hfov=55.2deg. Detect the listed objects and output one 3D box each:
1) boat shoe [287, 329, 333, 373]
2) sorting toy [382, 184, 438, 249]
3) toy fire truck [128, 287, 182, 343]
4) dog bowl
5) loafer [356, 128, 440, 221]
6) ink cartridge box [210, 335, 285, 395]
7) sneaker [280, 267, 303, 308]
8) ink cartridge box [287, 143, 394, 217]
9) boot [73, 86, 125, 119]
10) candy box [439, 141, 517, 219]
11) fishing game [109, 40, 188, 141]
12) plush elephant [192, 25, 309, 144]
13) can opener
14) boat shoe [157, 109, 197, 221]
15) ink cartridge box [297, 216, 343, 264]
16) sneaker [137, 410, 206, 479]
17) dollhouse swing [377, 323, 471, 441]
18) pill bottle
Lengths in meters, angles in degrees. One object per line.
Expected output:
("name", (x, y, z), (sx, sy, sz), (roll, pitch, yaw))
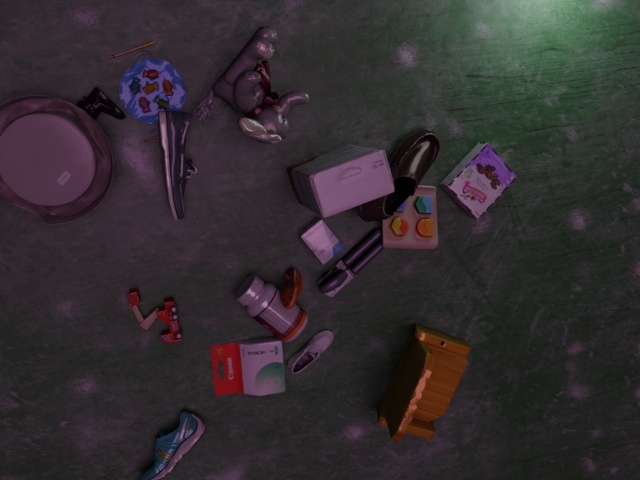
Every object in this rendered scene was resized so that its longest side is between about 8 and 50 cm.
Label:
("boat shoe", (-0.029, 0.366, 2.004), (0.184, 0.063, 0.066), (-34, 108, -5))
("sorting toy", (0.291, -0.078, 1.980), (0.193, 0.038, 0.208), (2, 84, -15))
("toy fire truck", (-0.502, 0.232, 1.862), (0.135, 0.047, 0.192), (-11, 105, -12))
("dog bowl", (-0.733, -0.222, 1.657), (0.348, 0.102, 0.349), (-3, 109, -8))
("loafer", (0.268, -0.191, 1.893), (0.366, 0.130, 0.134), (-53, 126, -12))
("ink cartridge box", (-0.231, 0.412, 1.970), (0.224, 0.056, 0.181), (-7, 103, -15))
("sneaker", (-0.079, 0.153, 1.892), (0.064, 0.175, 0.067), (-30, 117, 25))
("ink cartridge box", (0.050, -0.180, 1.779), (0.226, 0.306, 0.131), (-21, 107, -9))
("boot", (-0.620, -0.357, 1.707), (0.099, 0.045, 0.121), (-46, 105, -2))
("candy box", (0.520, -0.196, 2.021), (0.165, 0.070, 0.196), (43, 88, -19))
("fishing game", (-0.473, -0.421, 1.734), (0.189, 0.041, 0.264), (-17, 106, -8))
("plush elephant", (-0.161, -0.390, 1.706), (0.255, 0.272, 0.330), (38, 103, -17))
("can opener", (0.110, 0.078, 1.970), (0.280, 0.093, 0.074), (-43, 110, -8))
("boat shoe", (-0.402, -0.212, 1.755), (0.099, 0.116, 0.319), (-8, 107, -18))
("ink cartridge box", (0.000, 0.000, 1.939), (0.088, 0.052, 0.122), (-40, 110, -4))
("sneaker", (-0.485, 0.663, 1.949), (0.110, 0.107, 0.275), (41, 85, 1))
("dollhouse swing", (0.374, 0.500, 2.013), (0.315, 0.305, 0.347), (21, 95, -17))
("pill bottle", (-0.154, 0.210, 1.908), (0.221, 0.121, 0.121), (41, 90, -19))
